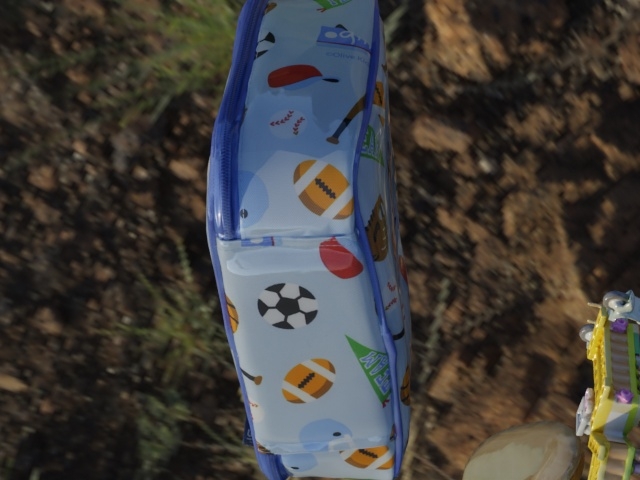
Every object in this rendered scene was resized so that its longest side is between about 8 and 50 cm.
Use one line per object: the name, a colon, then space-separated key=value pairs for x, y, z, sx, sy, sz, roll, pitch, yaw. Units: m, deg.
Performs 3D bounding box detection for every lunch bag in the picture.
lunch bag: x=0.000 y=0.000 z=1.147 sx=0.115 sy=0.303 sz=0.243 roll=-2 pitch=39 yaw=5

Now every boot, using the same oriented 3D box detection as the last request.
boot: x=0.202 y=0.278 z=1.556 sx=0.295 sy=0.211 sz=0.104 roll=-41 pitch=24 yaw=44

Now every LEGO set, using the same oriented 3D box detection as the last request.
LEGO set: x=0.251 y=0.166 z=1.322 sx=0.107 sy=0.132 sz=0.287 roll=9 pitch=60 yaw=-1
